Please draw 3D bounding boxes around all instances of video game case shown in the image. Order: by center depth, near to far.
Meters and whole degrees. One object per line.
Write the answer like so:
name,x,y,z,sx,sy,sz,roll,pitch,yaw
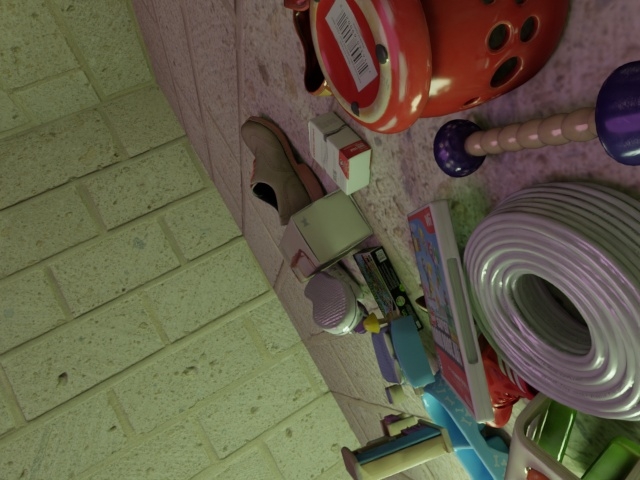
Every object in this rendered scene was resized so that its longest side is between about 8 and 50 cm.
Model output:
video game case,0.182,0.090,0.638,0.204,0.025,0.284,22,-123,-87

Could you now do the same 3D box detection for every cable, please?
cable,0.265,0.064,0.468,0.257,0.089,0.257,24,139,65

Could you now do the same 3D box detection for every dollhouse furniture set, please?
dollhouse furniture set,0.110,0.326,0.961,0.286,0.198,0.303,118,136,-72

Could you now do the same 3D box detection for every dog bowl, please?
dog bowl,0.319,0.411,0.898,0.297,0.074,0.166,55,162,20

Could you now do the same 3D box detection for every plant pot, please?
plant pot,0.094,-0.206,0.410,0.191,0.174,0.191,56,165,24

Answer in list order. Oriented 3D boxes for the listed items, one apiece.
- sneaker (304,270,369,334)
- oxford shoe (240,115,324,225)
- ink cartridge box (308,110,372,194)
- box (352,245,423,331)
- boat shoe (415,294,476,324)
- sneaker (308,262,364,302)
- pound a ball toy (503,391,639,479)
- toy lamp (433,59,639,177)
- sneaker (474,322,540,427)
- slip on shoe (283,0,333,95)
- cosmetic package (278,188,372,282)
sneaker,0.064,0.159,0.948,0.161,0.102,0.282,41,-177,-13
oxford shoe,-0.143,-0.202,1.181,0.397,0.147,0.140,52,162,33
ink cartridge box,0.037,-0.172,0.842,0.135,0.056,0.099,52,161,30
box,0.152,0.114,0.991,0.206,0.036,0.114,63,164,-2
boat shoe,0.225,0.133,0.766,0.152,0.056,0.049,19,130,67
sneaker,0.016,0.108,1.255,0.305,0.114,0.152,32,148,60
pound a ball toy,0.341,0.327,0.541,0.208,0.136,0.319,37,156,41
toy lamp,0.210,-0.099,0.393,0.080,0.080,0.275,65,163,-11
sneaker,0.295,0.240,0.674,0.128,0.087,0.221,36,151,60
slip on shoe,-0.001,-0.352,0.589,0.123,0.101,0.331,48,158,45
cosmetic package,0.000,0.000,1.072,0.129,0.153,0.296,58,165,7
